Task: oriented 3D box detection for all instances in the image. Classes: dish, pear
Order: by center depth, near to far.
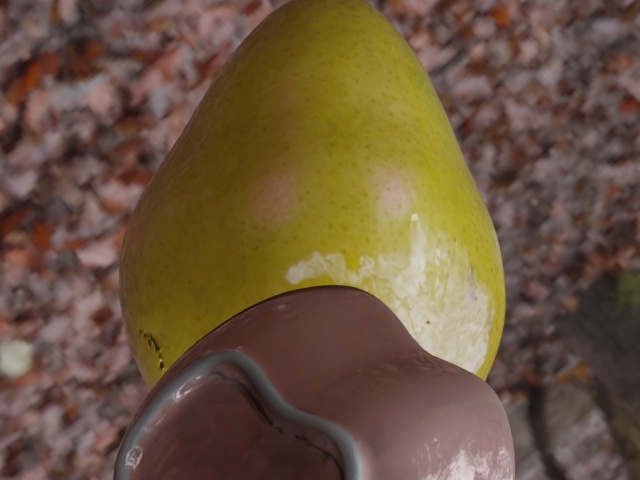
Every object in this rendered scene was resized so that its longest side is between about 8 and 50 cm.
[{"bbox_3d":[-0.019,0.121,0.769,0.213,0.213,0.090,-45,149,13],"label":"dish"},{"bbox_3d":[0.006,0.004,1.124,0.285,0.285,0.336,8,104,-58],"label":"pear"}]
